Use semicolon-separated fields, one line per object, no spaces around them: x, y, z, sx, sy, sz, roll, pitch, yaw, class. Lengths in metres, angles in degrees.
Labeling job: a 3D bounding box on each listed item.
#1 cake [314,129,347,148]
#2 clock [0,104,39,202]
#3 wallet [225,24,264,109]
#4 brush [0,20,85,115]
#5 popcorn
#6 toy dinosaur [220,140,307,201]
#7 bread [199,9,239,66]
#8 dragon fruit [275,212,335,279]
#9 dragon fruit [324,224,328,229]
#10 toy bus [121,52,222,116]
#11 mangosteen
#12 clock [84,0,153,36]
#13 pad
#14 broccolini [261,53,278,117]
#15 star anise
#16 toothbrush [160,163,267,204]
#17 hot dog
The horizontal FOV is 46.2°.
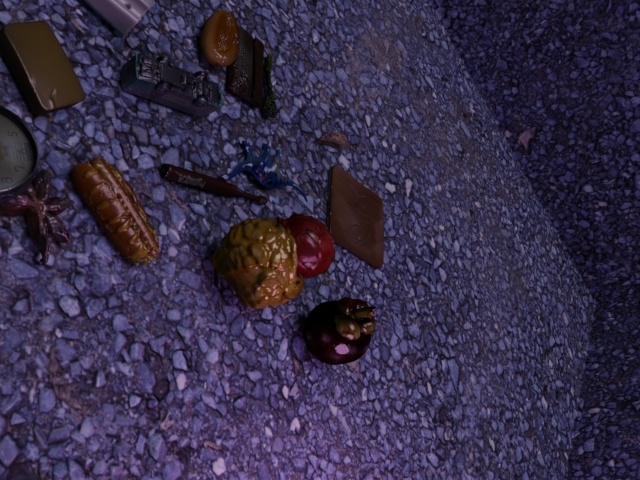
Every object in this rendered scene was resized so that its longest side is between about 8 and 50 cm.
0.030;-0.335;2.438;0.140;0.051;0.055;3;71;-54;cake
-0.649;-0.174;1.421;0.226;0.049;0.226;22;48;-26;clock
-0.218;-0.515;2.217;0.133;0.039;0.243;28;52;-41;wallet
-0.606;-0.372;1.623;0.123;0.059;0.197;-32;99;-51;brush
-0.155;0.058;1.867;0.190;0.250;0.250;-42;108;-35;popcorn
-0.153;-0.207;2.120;0.329;0.076;0.144;13;70;-47;toy dinosaur
-0.286;-0.566;2.123;0.114;0.077;0.189;19;57;-23;bread
-0.048;0.018;2.068;0.210;0.172;0.172;32;49;-27;dragon fruit
-0.001;0.004;2.216;0.126;0.068;0.112;-17;87;-53;dragon fruit
-0.371;-0.390;1.895;0.262;0.109;0.091;16;63;-46;toy bus
0.061;0.236;2.043;0.194;0.230;0.194;23;41;-22;mangosteen
-0.505;-0.677;1.861;0.231;0.116;0.262;43;42;-30;clock
0.121;-0.075;2.454;0.287;0.018;0.283;32;49;-40;pad
-0.158;-0.471;2.277;0.054;0.051;0.239;96;-9;-60;broccolini
-0.572;-0.075;1.516;0.208;0.063;0.171;53;37;-21;star anise
-0.267;-0.141;1.964;0.364;0.041;0.040;14;62;-48;toothbrush
-0.447;-0.066;1.672;0.269;0.072;0.115;57;30;-16;hot dog
